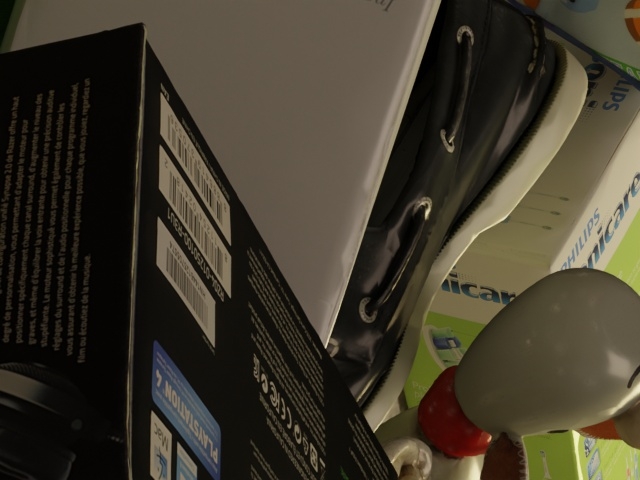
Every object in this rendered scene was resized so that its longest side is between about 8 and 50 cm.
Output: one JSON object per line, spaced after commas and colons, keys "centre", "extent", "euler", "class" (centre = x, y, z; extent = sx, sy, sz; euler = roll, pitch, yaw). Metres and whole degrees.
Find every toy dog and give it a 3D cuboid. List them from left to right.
{"centre": [0.081, 0.155, 0.995], "extent": [0.220, 0.161, 0.333], "euler": [-46, 179, -20], "class": "toy dog"}

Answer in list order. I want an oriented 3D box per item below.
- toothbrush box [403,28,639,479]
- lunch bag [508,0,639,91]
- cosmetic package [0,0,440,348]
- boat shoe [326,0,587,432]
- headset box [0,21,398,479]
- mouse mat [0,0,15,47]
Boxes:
{"centre": [0.147, 0.040, 1.234], "extent": [0.206, 0.122, 0.283], "euler": [-55, 147, -37], "class": "toothbrush box"}
{"centre": [0.253, -0.192, 1.162], "extent": [0.243, 0.303, 0.115], "euler": [-54, 176, -34], "class": "lunch bag"}
{"centre": [-0.028, -0.084, 0.732], "extent": [0.224, 0.138, 0.224], "euler": [-65, 172, -89], "class": "cosmetic package"}
{"centre": [0.003, 0.000, 0.960], "extent": [0.340, 0.127, 0.113], "euler": [-51, 119, -16], "class": "boat shoe"}
{"centre": [-0.140, 0.088, 0.555], "extent": [0.246, 0.283, 0.131], "euler": [64, 21, -52], "class": "headset box"}
{"centre": [-0.128, -0.146, 0.607], "extent": [0.190, 0.007, 0.152], "euler": [39, 67, -60], "class": "mouse mat"}
